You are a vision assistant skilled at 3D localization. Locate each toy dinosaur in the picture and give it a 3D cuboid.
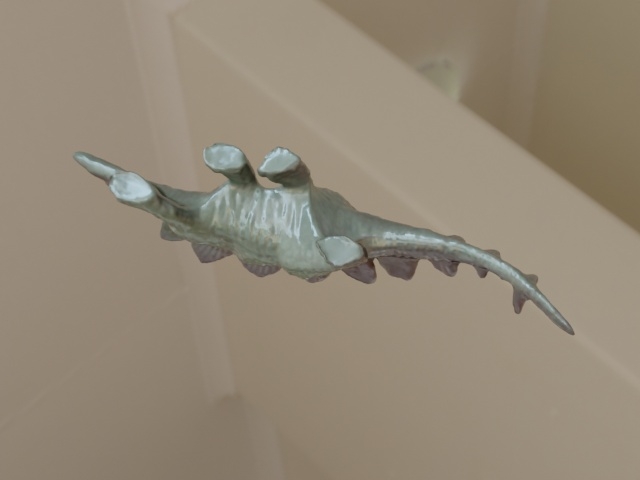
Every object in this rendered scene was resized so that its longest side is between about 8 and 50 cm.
[{"bbox_3d":[0.001,-0.002,0.553,0.082,0.209,0.039,73,-146,-74],"label":"toy dinosaur"}]
